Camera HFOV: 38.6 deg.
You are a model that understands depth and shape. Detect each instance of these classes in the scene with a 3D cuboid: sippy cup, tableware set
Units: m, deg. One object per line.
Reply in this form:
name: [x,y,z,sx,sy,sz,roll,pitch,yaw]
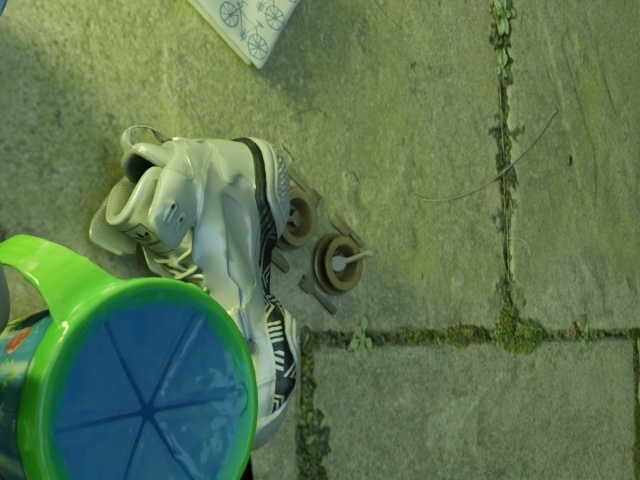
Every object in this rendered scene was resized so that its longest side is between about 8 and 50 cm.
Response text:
sippy cup: [-0.216,0.152,0.847,0.240,0.224,0.305,7,82,-47]
tableware set: [0.000,0.000,1.221,0.194,0.039,0.128,44,57,-35]

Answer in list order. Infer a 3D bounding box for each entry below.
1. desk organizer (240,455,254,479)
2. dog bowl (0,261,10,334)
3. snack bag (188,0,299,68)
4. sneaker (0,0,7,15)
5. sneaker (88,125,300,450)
desk organizer: [-0.099,0.296,0.983,0.047,0.050,0.130,20,48,-41]
dog bowl: [-0.361,-0.020,0.636,0.102,0.349,0.348,-45,118,-34]
snack bag: [-0.110,-0.442,1.147,0.323,0.037,0.342,46,56,-33]
sneaker: [-0.374,-0.179,0.813,0.090,0.081,0.232,53,53,-39]
sneaker: [-0.140,0.048,1.006,0.210,0.137,0.365,11,74,-45]
